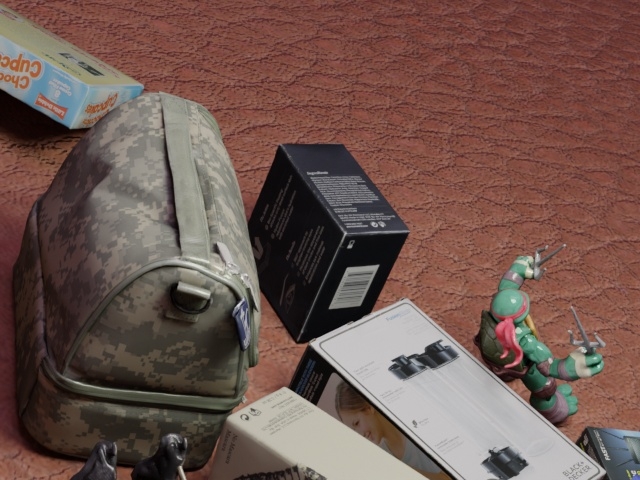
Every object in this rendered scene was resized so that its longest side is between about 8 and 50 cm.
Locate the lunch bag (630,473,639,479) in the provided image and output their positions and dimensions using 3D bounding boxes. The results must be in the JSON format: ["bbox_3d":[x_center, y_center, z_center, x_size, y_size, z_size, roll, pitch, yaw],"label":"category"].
[{"bbox_3d":[0.268,0.385,1.423,0.221,0.138,0.293,43,41,12],"label":"lunch bag"}]

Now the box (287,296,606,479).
[{"bbox_3d":[0.124,0.198,1.641,0.290,0.087,0.169,41,38,23],"label":"box"}]

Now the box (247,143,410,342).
[{"bbox_3d":[0.000,0.000,1.771,0.093,0.156,0.158,-4,43,-35],"label":"box"}]

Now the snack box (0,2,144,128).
[{"bbox_3d":[-0.380,-0.232,1.889,0.322,0.060,0.187,30,12,9],"label":"snack box"}]

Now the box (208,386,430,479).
[{"bbox_3d":[0.031,0.254,1.453,0.275,0.113,0.094,29,30,27],"label":"box"}]

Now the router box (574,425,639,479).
[{"bbox_3d":[0.335,0.257,1.728,0.092,0.038,0.122,7,38,-21],"label":"router box"}]

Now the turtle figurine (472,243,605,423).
[{"bbox_3d":[0.221,0.098,1.714,0.118,0.234,0.175,-17,56,-2],"label":"turtle figurine"}]

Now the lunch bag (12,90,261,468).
[{"bbox_3d":[-0.165,0.033,1.540,0.212,0.256,0.305,10,37,-19],"label":"lunch bag"}]

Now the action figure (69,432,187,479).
[{"bbox_3d":[-0.093,0.277,1.366,0.164,0.141,0.275,-9,30,-41],"label":"action figure"}]
